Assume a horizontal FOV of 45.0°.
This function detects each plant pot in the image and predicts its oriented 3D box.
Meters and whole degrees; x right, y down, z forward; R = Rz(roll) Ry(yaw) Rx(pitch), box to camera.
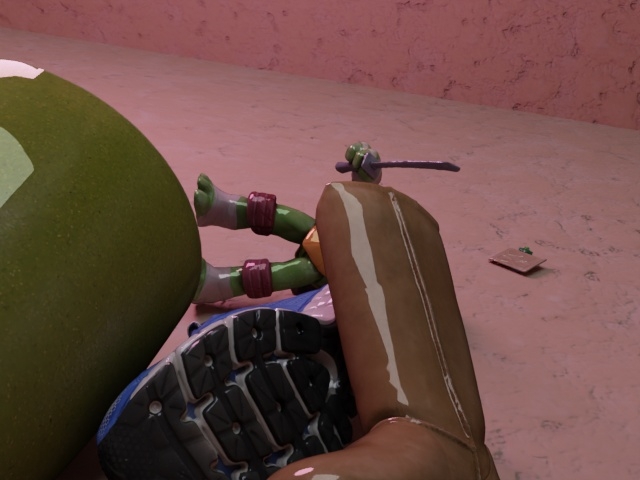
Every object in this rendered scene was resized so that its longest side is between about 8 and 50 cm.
[{"bbox_3d":[-0.245,0.072,0.469,0.275,0.274,0.293,9,36,4],"label":"plant pot"}]

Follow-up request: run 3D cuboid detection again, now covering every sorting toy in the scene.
[{"bbox_3d":[0.279,0.026,1.072,0.062,0.012,0.083,19,26,39],"label":"sorting toy"}]

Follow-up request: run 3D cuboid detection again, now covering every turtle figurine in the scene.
[{"bbox_3d":[0.000,0.000,0.789,0.267,0.197,0.274,3,17,-2],"label":"turtle figurine"}]

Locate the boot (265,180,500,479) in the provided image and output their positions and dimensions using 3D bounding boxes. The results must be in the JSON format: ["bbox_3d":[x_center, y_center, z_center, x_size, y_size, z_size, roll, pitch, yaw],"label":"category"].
[{"bbox_3d":[0.029,0.074,0.505,0.236,0.089,0.269,32,38,-46],"label":"boot"}]

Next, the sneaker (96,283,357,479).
[{"bbox_3d":[-0.050,0.113,0.579,0.147,0.129,0.330,-21,-3,27],"label":"sneaker"}]
